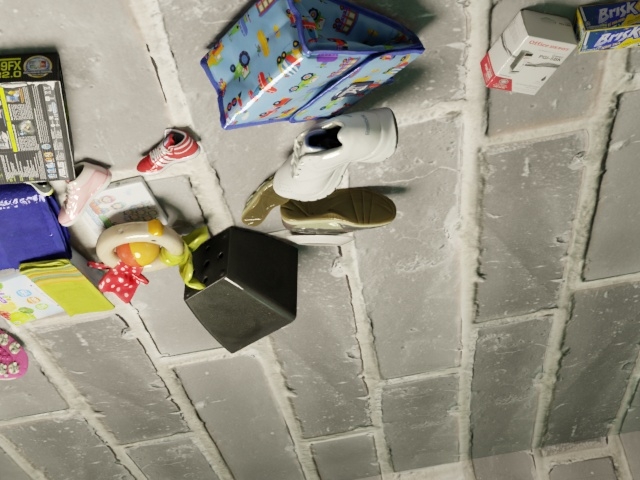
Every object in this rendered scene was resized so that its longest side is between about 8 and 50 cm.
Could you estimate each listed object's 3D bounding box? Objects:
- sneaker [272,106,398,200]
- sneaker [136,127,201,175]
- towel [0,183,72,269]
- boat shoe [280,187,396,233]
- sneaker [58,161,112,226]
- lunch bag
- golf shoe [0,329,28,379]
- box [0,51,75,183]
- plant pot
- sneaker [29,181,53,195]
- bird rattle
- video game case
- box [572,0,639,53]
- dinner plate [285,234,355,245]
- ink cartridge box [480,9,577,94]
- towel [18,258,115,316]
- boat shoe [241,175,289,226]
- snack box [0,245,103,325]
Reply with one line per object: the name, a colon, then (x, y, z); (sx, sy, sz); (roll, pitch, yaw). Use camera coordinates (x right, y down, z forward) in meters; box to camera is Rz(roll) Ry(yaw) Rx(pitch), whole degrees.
sneaker: (-0.001, -0.153, 1.895); (0.129, 0.111, 0.297); (1, 158, -38)
sneaker: (-0.272, -0.154, 1.919); (0.119, 0.042, 0.067); (-22, 152, 6)
towel: (-0.623, -0.025, 2.020); (0.308, 0.076, 0.227); (-7, 144, -4)
boat shoe: (0.033, -0.051, 2.154); (0.224, 0.080, 0.073); (-1, 155, -4)
sneaker: (-0.436, -0.087, 1.964); (0.134, 0.051, 0.070); (-45, 137, 17)
lunch bag: (0.002, -0.274, 1.739); (0.293, 0.138, 0.221); (0, 154, -43)
golf shoe: (-0.785, 0.238, 2.398); (0.306, 0.115, 0.140); (23, 148, -33)
box: (-0.512, -0.188, 1.777); (0.216, 0.060, 0.270); (-4, 149, -8)
plant pot: (-0.170, 0.085, 2.236); (0.188, 0.187, 0.167); (-31, 131, 32)
sneaker: (-0.494, -0.111, 1.911); (0.083, 0.031, 0.035); (32, 153, 4)
bird rattle: (-0.342, 0.018, 2.129); (0.254, 0.143, 0.207); (-4, 152, 19)
video game case: (-0.376, -0.058, 2.076); (0.143, 0.019, 0.157); (-13, 150, 5)
box: (0.496, -0.348, 1.792); (0.169, 0.054, 0.059); (-8, 150, -4)
dinner plate: (0.000, 0.000, 2.221); (0.141, 0.017, 0.141); (2, 176, 0)
ink cartridge box: (0.339, -0.305, 1.818); (0.099, 0.056, 0.135); (5, 147, -22)
towel: (-0.486, 0.095, 2.148); (0.102, 0.021, 0.237); (-6, 154, 10)
boat shoe: (-0.096, -0.086, 2.092); (0.056, 0.048, 0.153); (24, 131, -26)
snack box: (-0.564, 0.084, 2.216); (0.207, 0.070, 0.174); (-19, 149, 12)
